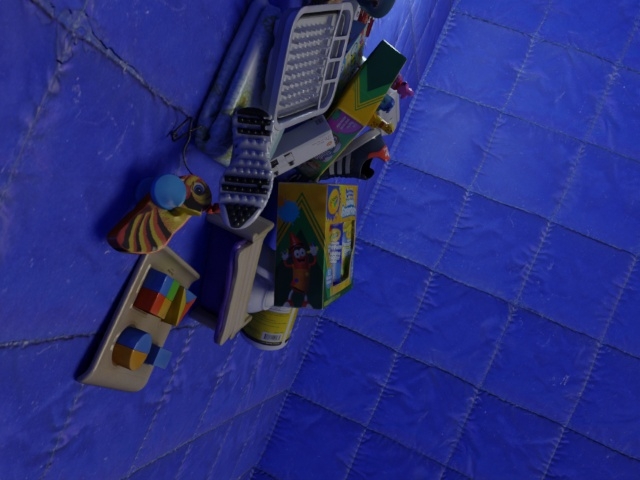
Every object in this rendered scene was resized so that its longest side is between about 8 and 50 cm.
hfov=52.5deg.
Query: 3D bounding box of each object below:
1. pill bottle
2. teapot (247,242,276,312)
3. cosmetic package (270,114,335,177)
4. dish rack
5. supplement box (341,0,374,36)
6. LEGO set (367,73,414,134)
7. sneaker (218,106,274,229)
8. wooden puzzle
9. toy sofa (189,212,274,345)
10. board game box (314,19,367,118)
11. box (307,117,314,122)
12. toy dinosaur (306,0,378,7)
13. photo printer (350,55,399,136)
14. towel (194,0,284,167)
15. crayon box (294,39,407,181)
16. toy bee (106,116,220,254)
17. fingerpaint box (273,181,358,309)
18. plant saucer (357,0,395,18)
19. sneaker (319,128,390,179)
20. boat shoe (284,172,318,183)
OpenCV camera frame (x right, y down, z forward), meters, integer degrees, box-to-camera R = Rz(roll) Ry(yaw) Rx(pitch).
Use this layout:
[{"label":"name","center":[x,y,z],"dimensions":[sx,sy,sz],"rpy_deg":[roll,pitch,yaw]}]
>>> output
[{"label":"pill bottle","center":[-0.164,0.210,2.325],"dimensions":[0.188,0.188,0.333],"rpy_deg":[-41,152,-64]},{"label":"teapot","center":[-0.190,0.131,2.064],"dimensions":[0.256,0.187,0.252],"rpy_deg":[-43,152,-58]},{"label":"cosmetic package","center":[-0.080,-0.244,1.765],"dimensions":[0.239,0.060,0.099],"rpy_deg":[-28,161,-1]},{"label":"dish rack","center":[-0.038,-0.426,1.543],"dimensions":[0.333,0.073,0.285],"rpy_deg":[-40,150,-58]},{"label":"supplement box","center":[0.114,-0.724,2.069],"dimensions":[0.239,0.073,0.130],"rpy_deg":[-40,151,-66]},{"label":"LEGO set","center":[0.204,-0.386,1.988],"dimensions":[0.227,0.093,0.087],"rpy_deg":[-45,-169,51]},{"label":"sneaker","center":[-0.157,-0.142,1.393],"dimensions":[0.118,0.110,0.291],"rpy_deg":[114,-15,-59]},{"label":"wooden puzzle","center":[-0.401,0.204,1.548],"dimensions":[0.347,0.081,0.322],"rpy_deg":[-64,168,-13]},{"label":"toy sofa","center":[-0.263,0.096,1.782],"dimensions":[0.177,0.150,0.362],"rpy_deg":[-41,152,-54]},{"label":"board game box","center":[0.007,-0.502,1.850],"dimensions":[0.275,0.145,0.142],"rpy_deg":[-59,167,-28]},{"label":"box","center":[-0.010,-0.374,2.250],"dimensions":[0.159,0.044,0.232],"rpy_deg":[-39,150,-65]},{"label":"toy dinosaur","center":[0.038,-0.707,1.700],"dimensions":[0.201,0.127,0.295],"rpy_deg":[-12,113,-29]},{"label":"photo printer","center":[0.160,-0.515,2.242],"dimensions":[0.107,0.256,0.307],"rpy_deg":[-43,165,-3]},{"label":"towel","center":[-0.157,-0.350,1.558],"dimensions":[0.374,0.090,0.320],"rpy_deg":[-67,163,-1]},{"label":"crayon box","center":[0.079,-0.383,1.967],"dimensions":[0.313,0.106,0.363],"rpy_deg":[-58,-172,-31]},{"label":"toy bee","center":[-0.278,-0.076,1.298],"dimensions":[0.298,0.162,0.195],"rpy_deg":[-51,-150,-4]},{"label":"fingerpaint box","center":[0.000,0.000,2.078],"dimensions":[0.445,0.163,0.370],"rpy_deg":[-13,106,-75]},{"label":"plant saucer","center":[0.141,-0.773,1.776],"dimensions":[0.318,0.044,0.317],"rpy_deg":[172,-90,-72]},{"label":"sneaker","center":[0.101,-0.262,2.356],"dimensions":[0.350,0.148,0.131],"rpy_deg":[-30,-174,38]},{"label":"boat shoe","center":[-0.079,-0.182,2.230],"dimensions":[0.254,0.079,0.095],"rpy_deg":[-53,160,-56]}]
